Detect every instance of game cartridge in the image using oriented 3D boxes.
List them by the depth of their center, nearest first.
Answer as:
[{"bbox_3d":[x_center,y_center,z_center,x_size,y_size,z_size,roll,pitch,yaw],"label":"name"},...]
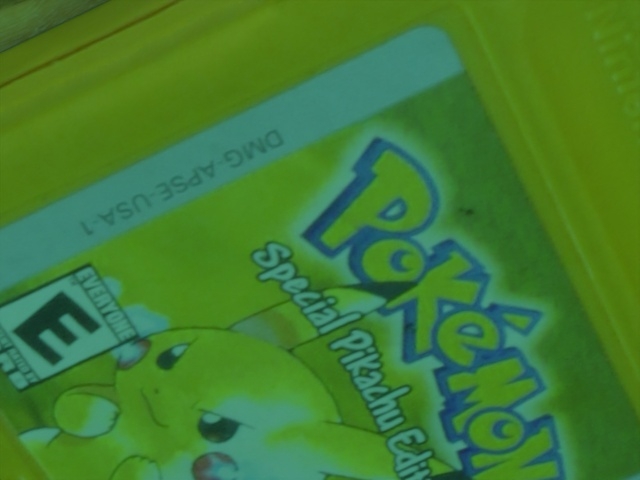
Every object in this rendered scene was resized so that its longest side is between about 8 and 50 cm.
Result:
[{"bbox_3d":[0.021,0.032,0.553,0.324,0.052,0.285,-23,120,12],"label":"game cartridge"}]

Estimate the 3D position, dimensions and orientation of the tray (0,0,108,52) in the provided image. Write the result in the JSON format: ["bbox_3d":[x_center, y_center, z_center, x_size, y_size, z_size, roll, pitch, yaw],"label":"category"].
[{"bbox_3d":[0.037,-0.185,0.577,0.411,0.076,0.202,-26,118,-11],"label":"tray"}]
